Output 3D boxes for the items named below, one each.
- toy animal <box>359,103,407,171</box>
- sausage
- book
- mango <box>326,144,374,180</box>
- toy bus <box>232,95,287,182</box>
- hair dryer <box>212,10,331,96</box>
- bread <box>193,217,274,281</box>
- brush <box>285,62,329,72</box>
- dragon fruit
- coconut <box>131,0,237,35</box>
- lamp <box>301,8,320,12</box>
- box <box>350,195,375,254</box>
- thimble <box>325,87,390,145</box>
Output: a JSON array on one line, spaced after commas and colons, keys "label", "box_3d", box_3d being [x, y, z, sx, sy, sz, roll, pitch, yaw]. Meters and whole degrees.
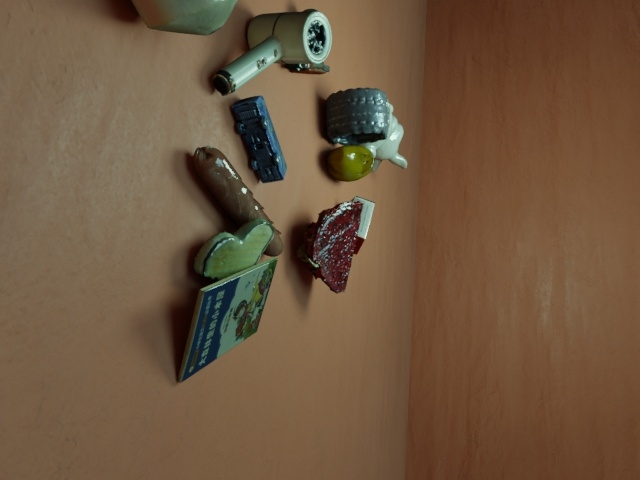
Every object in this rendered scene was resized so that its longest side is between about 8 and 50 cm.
[{"label": "toy animal", "box_3d": [0.253, -0.419, 2.135, 0.368, 0.196, 0.241, 34, 66, -61]}, {"label": "sausage", "box_3d": [-0.187, -0.073, 1.213, 0.433, 0.088, 0.087, 57, 39, -51]}, {"label": "book", "box_3d": [-0.204, 0.172, 1.139, 0.322, 0.018, 0.228, -27, 137, -65]}, {"label": "mango", "box_3d": [0.109, -0.294, 1.837, 0.262, 0.167, 0.129, -8, 82, -64]}, {"label": "toy bus", "box_3d": [-0.159, -0.269, 1.303, 0.094, 0.079, 0.236, -87, 163, -53]}, {"label": "hair dryer", "box_3d": [-0.148, -0.460, 1.229, 0.362, 0.203, 0.128, -50, 140, -33]}, {"label": "bread", "box_3d": [-0.202, 0.038, 1.151, 0.232, 0.064, 0.172, -32, 138, -42]}, {"label": "brush", "box_3d": [-0.032, -0.580, 1.617, 0.323, 0.070, 0.051, -39, 126, -65]}, {"label": "dragon fruit", "box_3d": [0.000, 0.000, 1.600, 0.205, 0.152, 0.316, 13, 91, -48]}, {"label": "coconut", "box_3d": [-0.257, -0.487, 0.900, 0.241, 0.241, 0.241, -1, 90, -67]}, {"label": "lamp", "box_3d": [-0.031, -0.690, 1.576, 0.105, 0.105, 0.105, -1, 90, -67]}, {"label": "box", "box_3d": [0.132, -0.060, 1.887, 0.133, 0.099, 0.182, 115, -7, -60]}, {"label": "thimble", "box_3d": [0.135, -0.447, 1.787, 0.205, 0.237, 0.172, -2, 88, -76]}]
